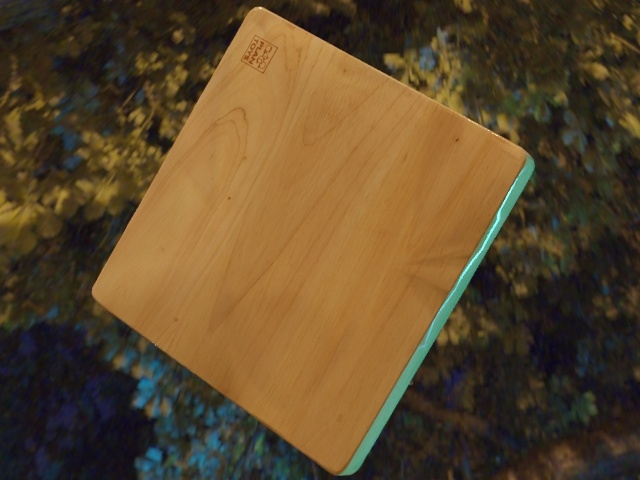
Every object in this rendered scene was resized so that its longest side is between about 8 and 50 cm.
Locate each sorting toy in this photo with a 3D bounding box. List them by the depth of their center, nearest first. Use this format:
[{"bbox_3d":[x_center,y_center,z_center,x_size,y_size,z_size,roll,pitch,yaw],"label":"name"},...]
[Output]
[{"bbox_3d":[0.000,0.000,1.034,0.255,0.089,0.257,32,-86,28],"label":"sorting toy"}]
